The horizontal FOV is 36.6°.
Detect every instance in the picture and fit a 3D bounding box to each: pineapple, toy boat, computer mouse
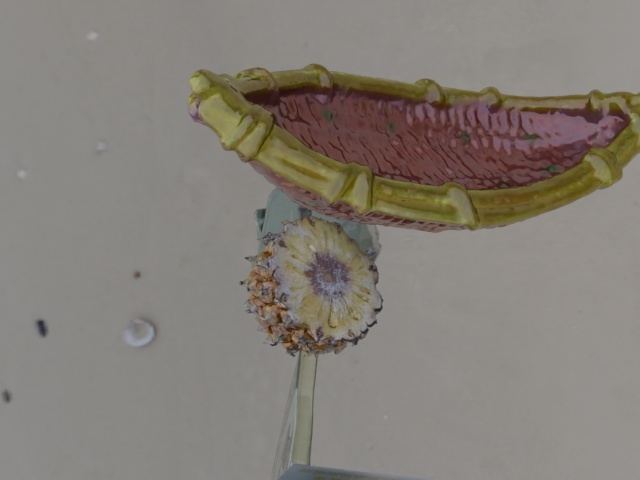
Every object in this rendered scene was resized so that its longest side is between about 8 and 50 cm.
[{"bbox_3d":[-0.028,0.068,1.150,0.137,0.176,0.161,-31,67,45],"label":"pineapple"},{"bbox_3d":[0.066,-0.061,0.587,0.141,0.318,0.099,-117,34,-43],"label":"toy boat"},{"bbox_3d":[0.001,0.004,1.747,0.228,0.429,0.145,-23,117,10],"label":"computer mouse"}]

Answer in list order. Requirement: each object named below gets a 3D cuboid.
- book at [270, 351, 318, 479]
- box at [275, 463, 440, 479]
[{"bbox_3d":[-0.039,0.273,1.149,0.027,0.264,0.202,12,111,-2],"label":"book"},{"bbox_3d":[0.014,0.261,0.837,0.155,0.243,0.067,1,92,13],"label":"box"}]
